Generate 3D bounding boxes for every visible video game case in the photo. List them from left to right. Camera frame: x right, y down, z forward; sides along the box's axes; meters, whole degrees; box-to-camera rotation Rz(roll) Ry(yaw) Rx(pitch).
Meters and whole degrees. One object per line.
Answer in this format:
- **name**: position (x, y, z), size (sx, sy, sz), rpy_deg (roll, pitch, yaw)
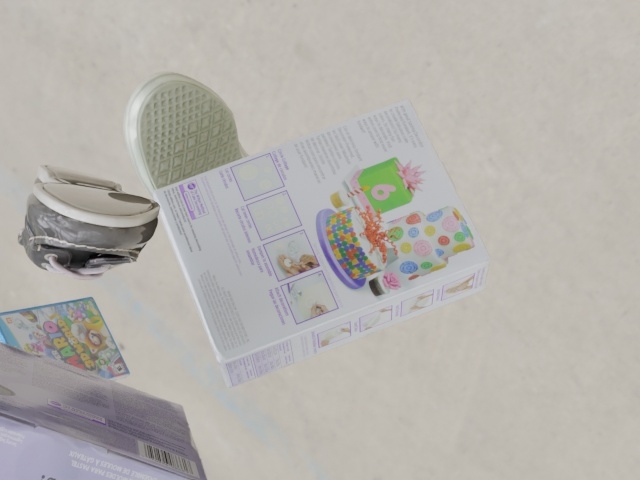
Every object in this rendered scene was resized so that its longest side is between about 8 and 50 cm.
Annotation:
- **video game case**: position (-0.326, 0.134, 1.513), size (0.015, 0.166, 0.119), rpy_deg (-38, 73, 33)

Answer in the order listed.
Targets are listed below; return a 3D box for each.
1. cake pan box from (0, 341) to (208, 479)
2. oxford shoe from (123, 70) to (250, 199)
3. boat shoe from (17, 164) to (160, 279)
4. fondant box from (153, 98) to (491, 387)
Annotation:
- **cake pan box**: position (-0.234, 0.171, 1.097), size (0.267, 0.070, 0.246), rpy_deg (22, -175, -16)
- **oxford shoe**: position (-0.189, -0.124, 1.754), size (0.130, 0.169, 0.449), rpy_deg (39, 177, 23)
- **boat shoe**: position (-0.214, -0.004, 1.078), size (0.335, 0.112, 0.095), rpy_deg (-151, 73, -73)
- **fondant box**: position (0.000, 0.000, 1.410), size (0.096, 0.330, 0.238), rpy_deg (82, 166, -63)
